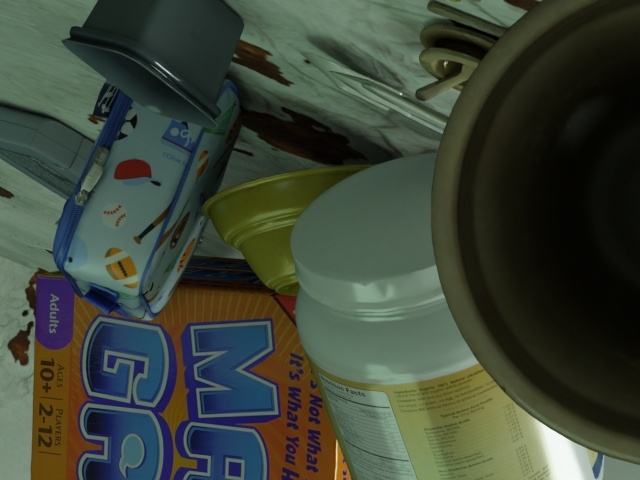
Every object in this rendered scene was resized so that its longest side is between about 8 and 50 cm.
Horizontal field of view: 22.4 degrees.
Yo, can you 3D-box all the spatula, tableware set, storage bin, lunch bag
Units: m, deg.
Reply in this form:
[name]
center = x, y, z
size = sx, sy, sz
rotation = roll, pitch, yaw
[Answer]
[spatula]
center = 0.108, -0.086, 1.257
size = 0.242, 0.019, 0.168
rotation = 23, -178, -25
[tableware set]
center = 0.153, -0.095, 1.117
size = 0.194, 0.039, 0.128
rotation = 22, 170, 11
[storage bin]
center = -0.126, -0.161, 1.268
size = 0.098, 0.091, 0.135
rotation = 16, 167, 36
[lunch bag]
center = -0.167, -0.041, 1.539
size = 0.115, 0.243, 0.303
rotation = 23, 171, 3

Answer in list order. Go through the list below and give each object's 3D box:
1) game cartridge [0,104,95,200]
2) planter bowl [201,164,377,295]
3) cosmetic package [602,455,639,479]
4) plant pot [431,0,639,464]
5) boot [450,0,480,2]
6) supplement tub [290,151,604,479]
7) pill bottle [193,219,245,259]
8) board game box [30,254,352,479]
[game cartridge]
center = -0.332, -0.097, 2.166
size = 0.198, 0.062, 0.297
rotation = 11, 164, 35
[planter bowl]
center = 0.000, 0.000, 1.532
size = 0.217, 0.090, 0.217
rotation = -7, 167, -2
[cosmetic package]
center = 0.336, 0.318, 1.839
size = 0.217, 0.385, 0.156
rotation = 20, 170, 6
[plant pot]
center = 0.204, -0.018, 0.919
size = 0.263, 0.263, 0.229
rotation = 22, -173, 9
[boot]
center = 0.007, -0.183, 0.866
size = 0.203, 0.095, 0.262
rotation = 22, 165, 2
[supplement tub]
center = 0.110, 0.105, 1.414
size = 0.228, 0.228, 0.316
rotation = 14, 133, 44
[pill bottle]
center = -0.152, 0.092, 2.145
size = 0.136, 0.245, 0.136
rotation = 26, 176, 2
[board game box]
center = -0.088, 0.211, 1.846
size = 0.357, 0.356, 0.356
rotation = 4, -176, 20
